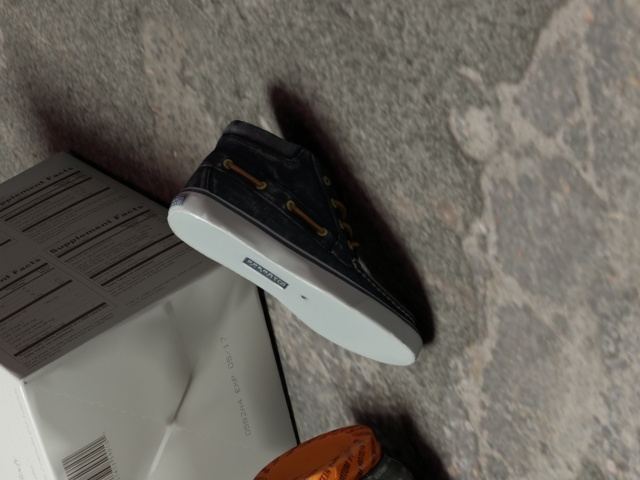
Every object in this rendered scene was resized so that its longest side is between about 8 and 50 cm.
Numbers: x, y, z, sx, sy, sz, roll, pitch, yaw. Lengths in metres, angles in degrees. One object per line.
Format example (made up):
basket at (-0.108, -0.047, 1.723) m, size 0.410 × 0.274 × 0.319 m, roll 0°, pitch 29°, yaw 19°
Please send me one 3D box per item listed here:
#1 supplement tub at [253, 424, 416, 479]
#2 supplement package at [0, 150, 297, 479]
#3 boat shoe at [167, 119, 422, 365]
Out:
supplement tub at (0.033, 0.230, 1.278) m, size 0.117 × 0.117 × 0.190 m, roll -7°, pitch 109°, yaw 61°
supplement package at (-0.185, 0.091, 1.423) m, size 0.263 × 0.198 × 0.199 m, roll 27°, pitch 139°, yaw 47°
boat shoe at (0.000, 0.000, 1.177) m, size 0.183 × 0.083 × 0.065 m, roll 34°, pitch 155°, yaw -9°
